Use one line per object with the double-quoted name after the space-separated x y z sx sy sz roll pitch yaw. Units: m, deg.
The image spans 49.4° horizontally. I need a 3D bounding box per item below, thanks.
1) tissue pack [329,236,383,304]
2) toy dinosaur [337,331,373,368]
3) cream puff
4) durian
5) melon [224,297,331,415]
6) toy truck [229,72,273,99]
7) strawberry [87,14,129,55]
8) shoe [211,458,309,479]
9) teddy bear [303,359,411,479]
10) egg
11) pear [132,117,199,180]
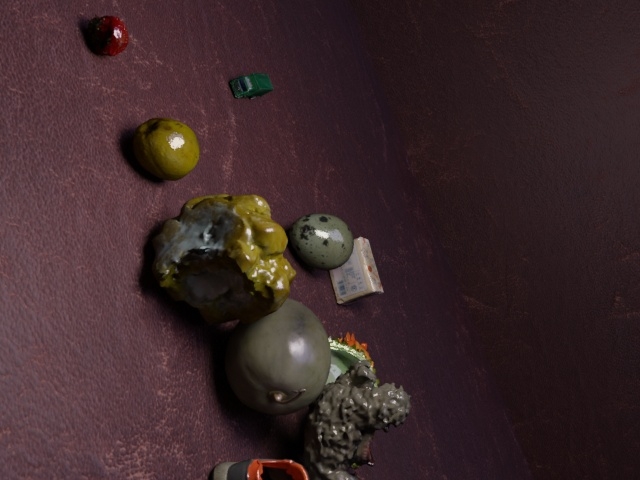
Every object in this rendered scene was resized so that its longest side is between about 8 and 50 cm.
0.111 0.103 2.342 0.092 0.148 0.196 14 58 -63 "tissue pack"
0.108 0.355 2.235 0.288 0.070 0.117 50 20 -41 "toy dinosaur"
-0.208 0.039 1.600 0.270 0.323 0.274 58 33 -50 "cream puff"
0.071 0.451 1.991 0.198 0.163 0.394 14 64 -57 "durian"
-0.099 0.276 1.669 0.272 0.271 0.308 58 36 -20 "melon"
-0.224 -0.494 2.236 0.147 0.079 0.065 -24 93 -63 "toy truck"
-0.500 -0.488 1.663 0.106 0.106 0.106 44 34 -41 "strawberry"
-0.083 0.552 1.575 0.336 0.171 0.132 34 41 -49 "shoe"
0.062 0.462 1.757 0.367 0.224 0.357 -80 -170 -85 "teddy bear"
0.000 0.000 2.177 0.228 0.177 0.177 21 50 -37 "egg"
-0.366 -0.221 1.656 0.162 0.148 0.149 44 34 -53 "pear"
